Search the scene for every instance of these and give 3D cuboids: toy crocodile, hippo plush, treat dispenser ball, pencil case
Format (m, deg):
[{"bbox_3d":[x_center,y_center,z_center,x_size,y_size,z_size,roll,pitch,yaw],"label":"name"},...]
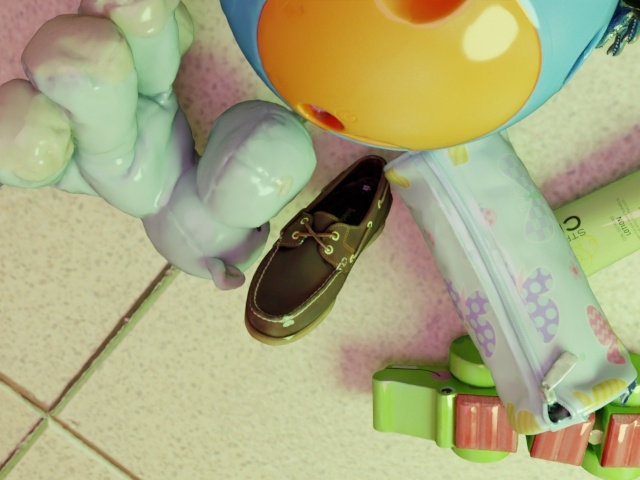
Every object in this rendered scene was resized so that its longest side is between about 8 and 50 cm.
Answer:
[{"bbox_3d":[0.218,0.169,0.843,0.341,0.105,0.115,5,111,7],"label":"toy crocodile"},{"bbox_3d":[-0.142,-0.055,0.739,0.237,0.234,0.294,38,111,-7],"label":"hippo plush"},{"bbox_3d":[0.067,-0.207,0.622,0.288,0.288,0.288,3,111,7],"label":"treat dispenser ball"},{"bbox_3d":[0.157,0.027,0.747,0.114,0.124,0.273,-29,85,38],"label":"pencil case"}]

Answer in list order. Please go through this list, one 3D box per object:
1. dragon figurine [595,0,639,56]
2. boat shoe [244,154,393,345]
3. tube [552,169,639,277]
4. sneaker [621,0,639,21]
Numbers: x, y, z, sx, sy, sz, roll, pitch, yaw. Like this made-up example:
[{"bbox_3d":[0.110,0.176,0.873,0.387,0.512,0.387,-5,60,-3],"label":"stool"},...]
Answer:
[{"bbox_3d":[0.358,-0.217,0.685,0.289,0.085,0.144,-38,102,21],"label":"dragon figurine"},{"bbox_3d":[0.000,0.000,0.755,0.073,0.207,0.073,24,138,13],"label":"boat shoe"},{"bbox_3d":[0.232,0.003,0.805,0.240,0.070,0.062,-29,146,23],"label":"tube"},{"bbox_3d":[0.240,-0.244,0.642,0.118,0.083,0.222,-40,61,13],"label":"sneaker"}]
